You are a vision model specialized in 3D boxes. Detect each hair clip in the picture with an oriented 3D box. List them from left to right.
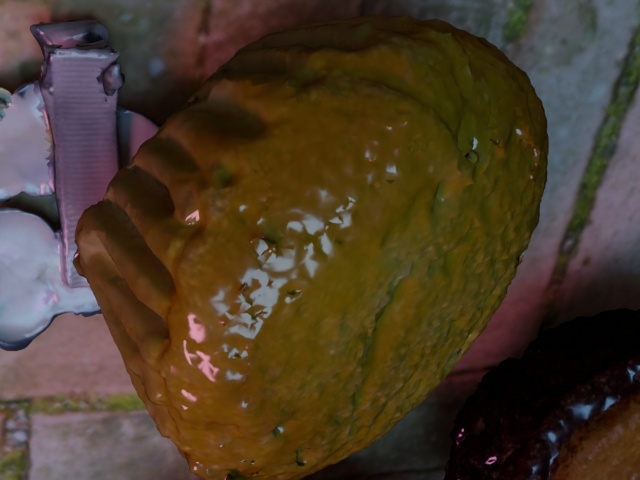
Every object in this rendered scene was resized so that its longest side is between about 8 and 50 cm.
[{"bbox_3d":[-0.117,-0.022,0.485,0.116,0.049,0.172,-2,124,-12],"label":"hair clip"}]

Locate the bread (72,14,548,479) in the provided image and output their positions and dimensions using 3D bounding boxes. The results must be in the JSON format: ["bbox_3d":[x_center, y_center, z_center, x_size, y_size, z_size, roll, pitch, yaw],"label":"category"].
[{"bbox_3d":[0.004,0.000,0.468,0.240,0.139,0.240,-29,141,-27],"label":"bread"}]

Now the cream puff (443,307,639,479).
[{"bbox_3d":[0.188,0.156,0.601,0.239,0.165,0.239,0,89,-11],"label":"cream puff"}]
